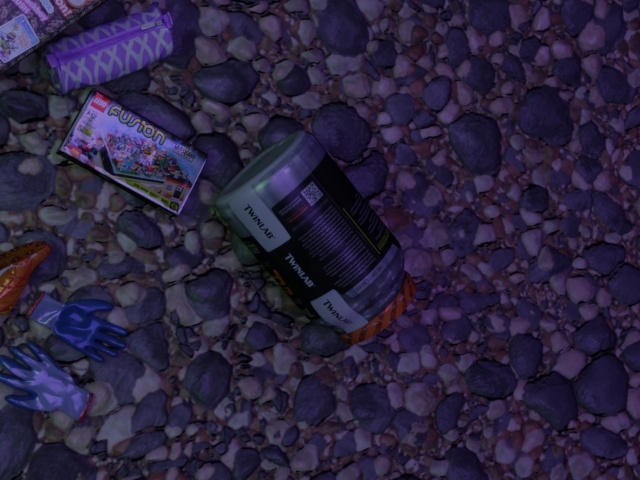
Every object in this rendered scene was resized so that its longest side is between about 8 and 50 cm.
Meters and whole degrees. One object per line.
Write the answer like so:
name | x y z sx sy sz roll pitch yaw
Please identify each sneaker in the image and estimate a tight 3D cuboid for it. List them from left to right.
sneaker | -0.462 0.067 1.543 0.175 0.064 0.067 -42 124 -14

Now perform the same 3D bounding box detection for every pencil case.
pencil case | -0.319 -0.289 1.599 0.206 0.088 0.086 -28 96 -21

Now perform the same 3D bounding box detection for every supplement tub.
supplement tub | 0.000 0.000 1.667 0.193 0.193 0.316 -44 103 -19

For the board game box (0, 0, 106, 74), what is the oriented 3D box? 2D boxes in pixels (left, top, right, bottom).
board game box | -0.438 -0.324 1.465 0.291 0.232 0.141 -41 109 -20

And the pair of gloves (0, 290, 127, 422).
pair of gloves | -0.387 0.169 1.584 0.159 0.023 0.198 32 76 -21

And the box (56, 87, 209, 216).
box | -0.289 -0.134 1.633 0.207 0.036 0.114 29 76 -20
